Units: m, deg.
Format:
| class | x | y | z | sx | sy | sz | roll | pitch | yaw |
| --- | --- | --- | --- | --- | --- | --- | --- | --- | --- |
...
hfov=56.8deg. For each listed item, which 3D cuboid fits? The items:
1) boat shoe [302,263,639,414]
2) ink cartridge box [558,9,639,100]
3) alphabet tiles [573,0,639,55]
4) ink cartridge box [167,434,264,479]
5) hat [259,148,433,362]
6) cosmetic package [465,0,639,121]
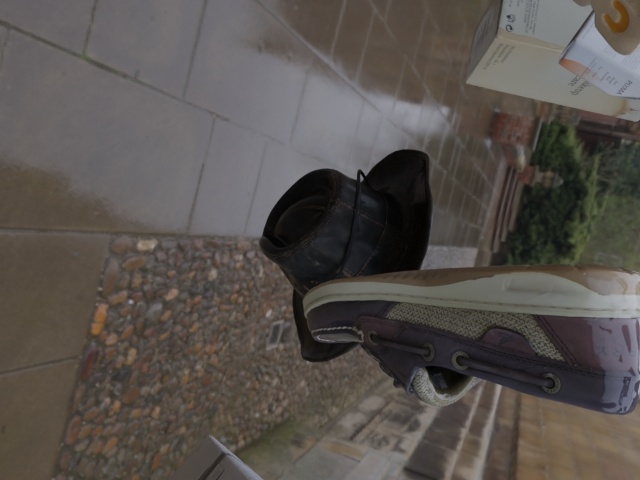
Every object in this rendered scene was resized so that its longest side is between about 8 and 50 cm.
| class | x | y | z | sx | sy | sz | roll | pitch | yaw |
| --- | --- | --- | --- | --- | --- | --- | --- | --- | --- |
| boat shoe | 0.082 | 0.071 | 0.423 | 0.103 | 0.285 | 0.092 | 11 | 76 | -38 |
| ink cartridge box | 0.375 | -0.204 | 0.653 | 0.145 | 0.179 | 0.045 | -51 | 174 | -22 |
| alphabet tiles | 0.215 | -0.256 | 0.393 | 0.021 | 0.284 | 0.278 | -31 | 166 | -3 |
| ink cartridge box | -0.057 | 0.411 | 0.702 | 0.166 | 0.285 | 0.395 | -47 | -173 | -19 |
| hat | 0.000 | 0.000 | 0.771 | 0.331 | 0.134 | 0.331 | -51 | -155 | 34 |
| cosmetic package | 0.412 | -0.303 | 0.959 | 0.160 | 0.310 | 0.113 | 104 | -1 | -78 |
